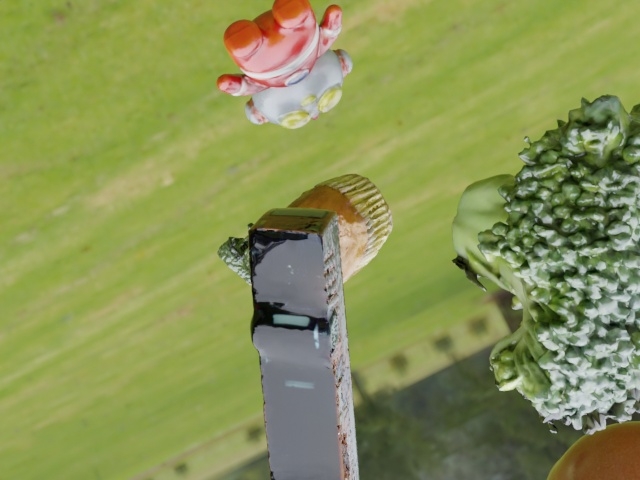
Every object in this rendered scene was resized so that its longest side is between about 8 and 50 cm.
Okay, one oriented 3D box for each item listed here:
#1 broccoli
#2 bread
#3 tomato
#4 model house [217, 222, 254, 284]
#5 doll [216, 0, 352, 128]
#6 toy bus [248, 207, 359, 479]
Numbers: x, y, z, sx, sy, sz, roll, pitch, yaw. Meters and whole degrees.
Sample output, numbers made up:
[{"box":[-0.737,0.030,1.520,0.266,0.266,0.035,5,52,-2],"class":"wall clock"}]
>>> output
[{"box":[0.279,0.012,1.408,0.324,0.334,0.272,-3,-161,-17],"class":"broccoli"},{"box":[0.000,0.000,2.016,0.190,0.132,0.114,-44,173,29],"class":"bread"},{"box":[0.412,0.356,1.877,0.256,0.256,0.224,-33,-152,30],"class":"tomato"},{"box":[-0.076,0.009,1.890,0.083,0.079,0.066,-50,172,15],"class":"model house"},{"box":[-0.032,-0.171,1.476,0.142,0.076,0.245,-29,159,0],"class":"doll"},{"box":[-0.013,0.164,1.567,0.093,0.409,0.092,3,-156,15],"class":"toy bus"}]
